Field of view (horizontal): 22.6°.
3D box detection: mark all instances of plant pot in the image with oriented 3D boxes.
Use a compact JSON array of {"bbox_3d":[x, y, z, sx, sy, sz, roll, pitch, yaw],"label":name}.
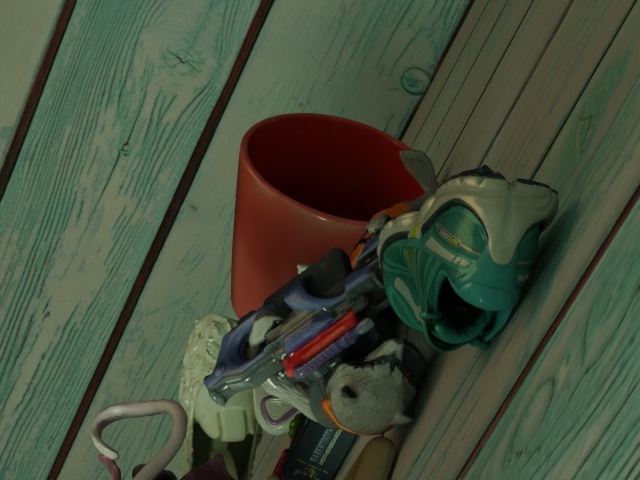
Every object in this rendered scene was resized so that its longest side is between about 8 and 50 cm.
[{"bbox_3d":[0.000,0.000,2.130,0.275,0.275,0.243,-67,-6,-58],"label":"plant pot"}]

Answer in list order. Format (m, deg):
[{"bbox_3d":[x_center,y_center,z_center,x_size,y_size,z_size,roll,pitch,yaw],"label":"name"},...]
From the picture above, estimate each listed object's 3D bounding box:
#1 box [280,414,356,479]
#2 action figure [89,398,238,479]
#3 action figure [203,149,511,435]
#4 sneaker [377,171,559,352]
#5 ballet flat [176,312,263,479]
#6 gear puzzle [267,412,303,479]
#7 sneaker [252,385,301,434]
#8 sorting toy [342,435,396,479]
[{"bbox_3d":[0.036,0.146,1.811,0.232,0.059,0.183,-66,2,-56],"label":"box"},{"bbox_3d":[-0.178,0.334,1.576,0.248,0.275,0.370,-14,9,29],"label":"action figure"},{"bbox_3d":[0.073,0.053,1.484,0.341,0.178,0.330,-34,23,25],"label":"action figure"},{"bbox_3d":[0.097,0.032,1.211,0.275,0.107,0.110,116,167,-73],"label":"sneaker"},{"bbox_3d":[-0.142,0.317,2.414,0.147,0.147,0.408,-74,-12,-78],"label":"ballet flat"},{"bbox_3d":[-0.021,0.249,2.172,0.175,0.044,0.339,-62,3,40],"label":"gear puzzle"},{"bbox_3d":[-0.021,0.196,2.431,0.305,0.114,0.152,-66,-16,-46],"label":"sneaker"},{"bbox_3d":[-0.002,0.292,1.390,0.208,0.038,0.193,-55,7,43],"label":"sorting toy"}]
